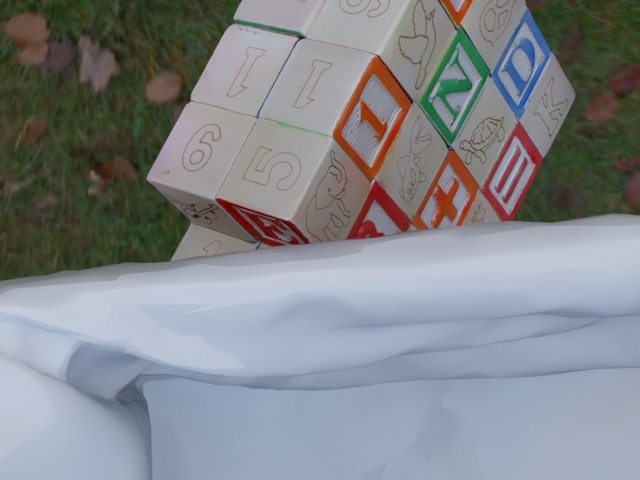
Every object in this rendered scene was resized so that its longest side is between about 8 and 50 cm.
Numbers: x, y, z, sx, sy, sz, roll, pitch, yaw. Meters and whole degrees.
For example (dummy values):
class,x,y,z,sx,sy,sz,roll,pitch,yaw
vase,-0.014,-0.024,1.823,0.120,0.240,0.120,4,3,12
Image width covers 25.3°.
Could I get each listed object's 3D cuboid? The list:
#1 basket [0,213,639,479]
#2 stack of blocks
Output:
class,x,y,z,sx,sy,sz,roll,pitch,yaw
basket,0.057,0.164,0.474,0.331,0.266,0.328,-4,87,-9
stack of blocks,0.000,0.000,0.687,0.297,0.087,0.171,-62,144,-13
